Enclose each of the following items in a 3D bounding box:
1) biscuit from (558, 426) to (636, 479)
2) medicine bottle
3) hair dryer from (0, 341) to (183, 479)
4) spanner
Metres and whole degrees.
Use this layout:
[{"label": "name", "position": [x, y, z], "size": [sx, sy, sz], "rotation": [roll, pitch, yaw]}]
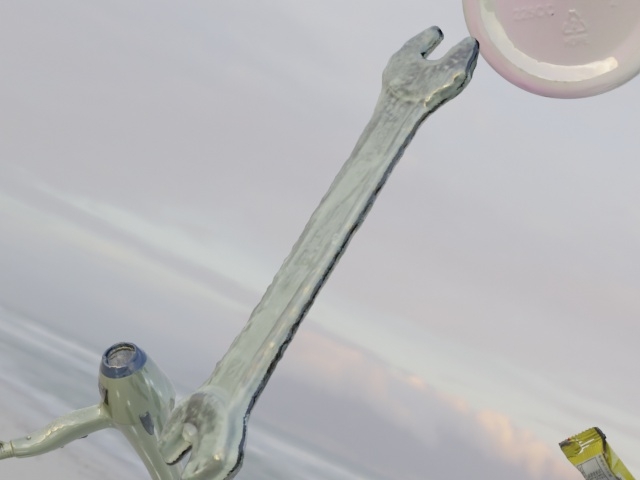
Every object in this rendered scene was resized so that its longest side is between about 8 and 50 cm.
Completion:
[{"label": "biscuit", "position": [0.291, 0.269, 0.984], "size": [0.292, 0.026, 0.048], "rotation": [52, -48, 3]}, {"label": "medicine bottle", "position": [0.181, -0.166, 0.865], "size": [0.133, 0.133, 0.274], "rotation": [23, 12, 12]}, {"label": "hair dryer", "position": [-0.213, 0.198, 1.165], "size": [0.167, 0.199, 0.067], "rotation": [59, -4, -37]}, {"label": "spanner", "position": [0.000, 0.000, 0.686], "size": [0.071, 0.302, 0.017], "rotation": [14, -23, 48]}]
